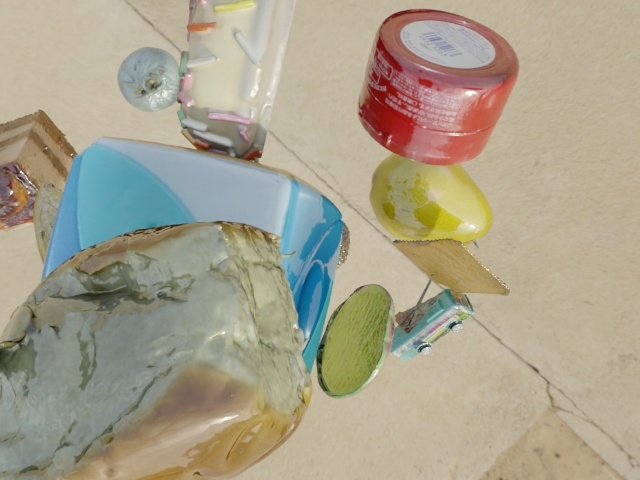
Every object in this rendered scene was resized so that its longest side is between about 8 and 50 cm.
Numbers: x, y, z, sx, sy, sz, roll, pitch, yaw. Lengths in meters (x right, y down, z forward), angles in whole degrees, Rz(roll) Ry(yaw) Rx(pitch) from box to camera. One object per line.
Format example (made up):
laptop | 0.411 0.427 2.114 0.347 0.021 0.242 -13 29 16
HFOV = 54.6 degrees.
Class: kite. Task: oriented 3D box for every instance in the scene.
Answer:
kite | 0.179 0.118 1.150 0.005 0.152 0.137 44 134 -13

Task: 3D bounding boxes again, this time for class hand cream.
hand cream | 0.175 -0.238 0.945 0.230 0.230 0.149 11 137 1

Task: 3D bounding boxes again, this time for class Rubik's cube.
Rubik's cube | -0.179 0.061 0.956 0.347 0.352 0.352 11 87 15

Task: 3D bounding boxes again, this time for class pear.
pear | 0.297 -0.108 1.696 0.285 0.285 0.336 -51 57 4

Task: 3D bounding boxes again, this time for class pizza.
pizza | -0.463 0.005 1.143 0.262 0.034 0.181 22 110 36

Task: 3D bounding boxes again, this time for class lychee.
lychee | 0.000 0.000 1.653 0.165 0.165 0.197 -13 124 2

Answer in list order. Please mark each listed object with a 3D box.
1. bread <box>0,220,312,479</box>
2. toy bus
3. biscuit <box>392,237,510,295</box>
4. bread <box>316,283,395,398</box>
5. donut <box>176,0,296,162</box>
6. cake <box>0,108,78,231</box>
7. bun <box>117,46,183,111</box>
bread | -0.142 0.104 0.534 0.250 0.279 0.225 -14 80 8
toy bus | 0.308 0.242 1.764 0.109 0.091 0.261 28 119 -36
biscuit | 0.315 0.065 1.505 0.237 0.232 0.013 40 67 -26
bread | 0.067 0.190 1.163 0.033 0.228 0.228 29 95 -25
donut | -0.123 -0.300 0.938 0.142 0.382 0.383 11 94 -8
cake | -0.723 -0.146 1.495 0.196 0.293 0.199 -15 131 8
bun | -0.365 -0.342 1.335 0.140 0.083 0.141 -8 119 -14
